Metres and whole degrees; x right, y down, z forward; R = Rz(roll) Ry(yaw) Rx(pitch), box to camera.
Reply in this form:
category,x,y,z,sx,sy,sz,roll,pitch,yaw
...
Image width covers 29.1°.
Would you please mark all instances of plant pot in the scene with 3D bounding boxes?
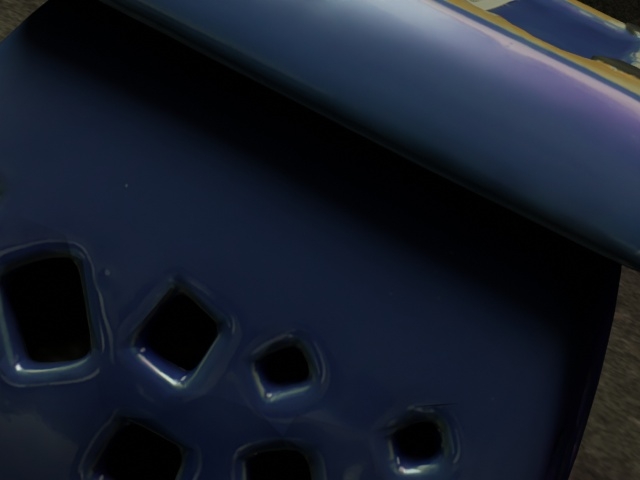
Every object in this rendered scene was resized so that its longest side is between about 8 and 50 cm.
category,x,y,z,sx,sy,sz,roll,pitch,yaw
plant pot,0.000,0.000,0.428,0.236,0.212,0.236,29,20,9
